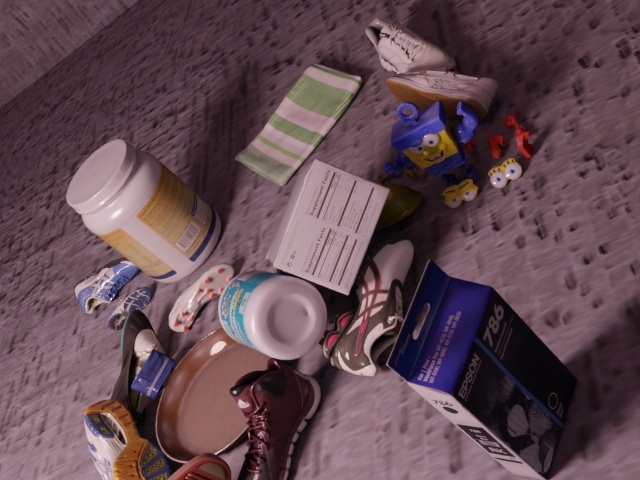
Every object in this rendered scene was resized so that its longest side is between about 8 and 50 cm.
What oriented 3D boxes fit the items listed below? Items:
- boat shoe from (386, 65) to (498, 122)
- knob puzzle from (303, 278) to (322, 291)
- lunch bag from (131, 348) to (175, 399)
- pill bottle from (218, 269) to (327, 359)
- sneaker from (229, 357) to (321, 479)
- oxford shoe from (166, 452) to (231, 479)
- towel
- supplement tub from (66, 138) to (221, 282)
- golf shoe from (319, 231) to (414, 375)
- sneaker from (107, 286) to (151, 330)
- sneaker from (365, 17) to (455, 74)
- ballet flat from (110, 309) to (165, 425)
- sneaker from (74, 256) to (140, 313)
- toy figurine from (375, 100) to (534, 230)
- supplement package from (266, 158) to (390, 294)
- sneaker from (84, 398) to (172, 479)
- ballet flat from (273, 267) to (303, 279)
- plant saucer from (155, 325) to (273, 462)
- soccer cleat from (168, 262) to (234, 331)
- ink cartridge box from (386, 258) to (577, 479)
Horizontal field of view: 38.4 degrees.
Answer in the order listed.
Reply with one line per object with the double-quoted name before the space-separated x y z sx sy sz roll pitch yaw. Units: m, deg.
"boat shoe" 0.256 -0.316 1.913 0.277 0.098 0.096 24 73 46
"knob puzzle" 0.000 0.000 1.921 0.213 0.030 0.213 -28 39 26
"lunch bag" -0.345 0.279 1.929 0.098 0.065 0.067 -62 5 -30
"pill bottle" -0.100 0.131 1.696 0.146 0.146 0.264 -55 19 -12
"sneaker" -0.118 0.331 1.600 0.106 0.162 0.281 -4 53 44
"oxford shoe" -0.283 0.489 1.623 0.348 0.123 0.130 -51 23 12
"towel" -0.054 -0.293 2.260 0.324 0.038 0.248 -51 36 -6
"supplement tub" -0.415 -0.069 2.172 0.228 0.316 0.228 -27 39 25
"golf shoe" 0.114 0.118 1.645 0.120 0.105 0.272 21 78 37
"sneaker" -0.470 0.155 2.243 0.135 0.052 0.058 -41 31 7
"sneaker" 0.193 -0.422 2.062 0.110 0.118 0.292 -46 36 -2
"ballet flat" -0.390 0.280 2.011 0.096 0.095 0.280 -11 58 27
"sneaker" -0.532 0.113 2.343 0.211 0.080 0.081 -32 59 21
"toy figurine" 0.190 -0.188 1.744 0.363 0.217 0.191 -24 41 28
"supplement package" 0.006 -0.028 1.705 0.262 0.145 0.204 -164 95 -83
"sneaker" -0.377 0.452 1.825 0.112 0.130 0.296 -14 43 -29
"ballet flat" -0.067 0.084 1.877 0.067 0.073 0.206 108 171 -70
"plant saucer" -0.195 0.301 1.811 0.311 0.050 0.310 -28 39 26
"soccer cleat" -0.273 0.119 2.060 0.196 0.068 0.076 -48 32 3
"ink cartridge box" 0.229 0.179 1.239 0.065 0.333 0.165 -1 56 47
